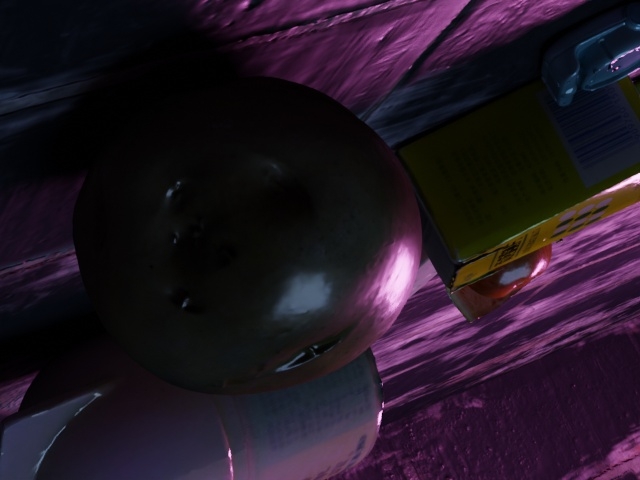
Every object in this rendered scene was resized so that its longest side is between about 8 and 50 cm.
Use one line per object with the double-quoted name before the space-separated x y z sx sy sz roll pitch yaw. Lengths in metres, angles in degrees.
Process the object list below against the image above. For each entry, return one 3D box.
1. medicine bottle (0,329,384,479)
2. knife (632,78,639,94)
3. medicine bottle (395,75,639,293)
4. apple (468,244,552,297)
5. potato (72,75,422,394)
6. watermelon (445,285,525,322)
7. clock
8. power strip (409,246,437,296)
"medicine bottle" -0.160 0.194 1.687 0.406 0.236 0.236 -20 165 -35
"knife" 0.338 -0.161 1.765 0.184 0.022 0.026 -23 -168 -21
"medicine bottle" 0.206 -0.068 1.616 0.250 0.141 0.137 -25 171 -5
"apple" 0.231 0.012 2.052 0.126 0.102 0.126 -26 167 -7
"potato" -0.049 0.001 1.185 0.243 0.221 0.326 -29 172 -1
"watermelon" 0.231 0.039 2.250 0.163 0.087 0.069 -40 -168 50
"clock" 0.277 -0.182 1.510 0.147 0.045 0.108 -27 168 0
"power strip" 0.114 0.013 1.919 0.091 0.062 0.385 -22 167 -32
